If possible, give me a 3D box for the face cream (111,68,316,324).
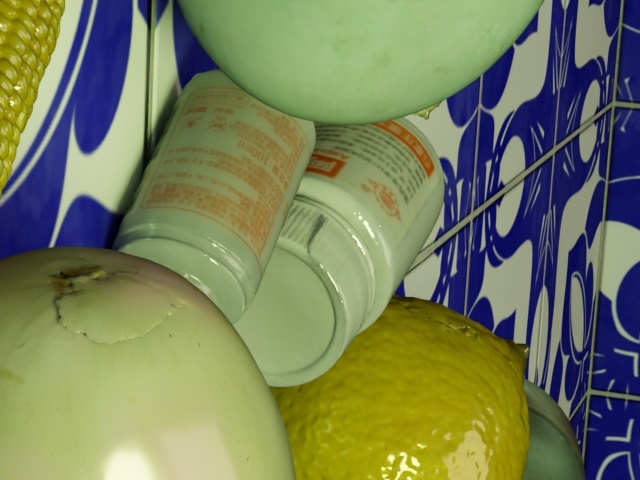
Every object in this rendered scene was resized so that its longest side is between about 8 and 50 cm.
[{"bbox_3d":[-0.083,0.006,1.272,0.101,0.101,0.251,78,25,-48],"label":"face cream"}]

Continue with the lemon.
[{"bbox_3d":[0.048,0.165,1.550,0.253,0.228,0.228,-55,149,-36],"label":"lemon"}]

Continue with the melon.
[{"bbox_3d":[-0.120,0.155,0.999,0.223,0.223,0.317,-54,150,-58],"label":"melon"}]

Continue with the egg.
[{"bbox_3d":[0.038,-0.253,1.260,0.276,0.276,0.389,70,34,-57],"label":"egg"}]

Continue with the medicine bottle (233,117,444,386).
[{"bbox_3d":[0.000,0.000,1.471,0.252,0.145,0.144,-59,151,-58],"label":"medicine bottle"}]

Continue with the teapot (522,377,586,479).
[{"bbox_3d":[0.101,0.310,1.739,0.233,0.315,0.312,42,22,-20],"label":"teapot"}]

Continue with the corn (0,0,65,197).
[{"bbox_3d":[-0.184,-0.061,0.931,0.091,0.091,0.260,82,18,-49],"label":"corn"}]

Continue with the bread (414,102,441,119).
[{"bbox_3d":[0.043,-0.199,1.571,0.245,0.121,0.174,42,48,-65],"label":"bread"}]
